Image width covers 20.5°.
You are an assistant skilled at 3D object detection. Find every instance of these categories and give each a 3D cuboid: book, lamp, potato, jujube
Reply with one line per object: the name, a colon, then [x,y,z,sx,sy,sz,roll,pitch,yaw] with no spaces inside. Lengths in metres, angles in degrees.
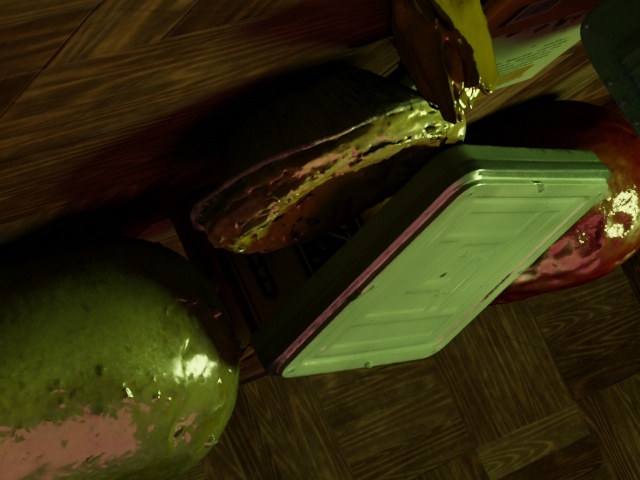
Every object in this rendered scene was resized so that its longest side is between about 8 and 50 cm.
book: [0.169,-0.172,1.476,0.208,0.020,0.295,-21,171,-30]
lamp: [0.099,0.017,1.512,0.266,0.047,0.269,-47,156,27]
potato: [-0.248,0.123,1.473,0.359,0.219,0.270,-10,156,-37]
jujube: [0.209,-0.032,1.930,0.318,0.223,0.223,-18,173,6]

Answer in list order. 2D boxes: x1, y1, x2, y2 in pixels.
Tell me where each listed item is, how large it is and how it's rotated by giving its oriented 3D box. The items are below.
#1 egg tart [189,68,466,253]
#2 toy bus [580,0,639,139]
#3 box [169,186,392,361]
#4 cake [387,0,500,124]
egg tart: [0.002,-0.069,1.381,0.234,0.094,0.234,-24,169,-5]
toy bus: [0.379,-0.196,1.368,0.312,0.152,0.190,-37,168,30]
box: [0.000,0.000,1.620,0.237,0.152,0.070,-20,172,-30]
cake: [0.096,-0.128,1.229,0.080,0.116,0.185,-26,168,-4]
